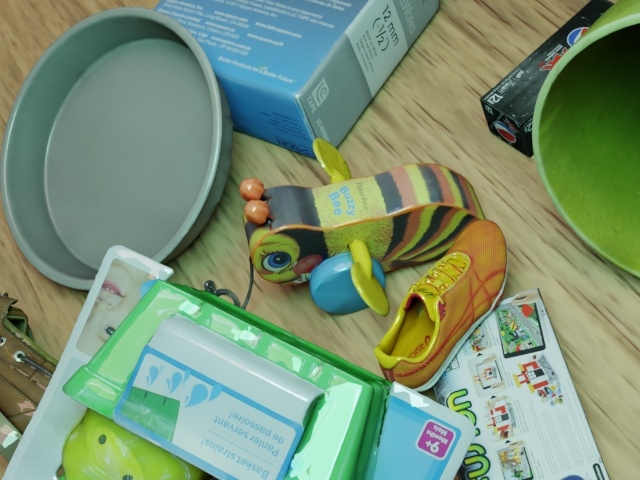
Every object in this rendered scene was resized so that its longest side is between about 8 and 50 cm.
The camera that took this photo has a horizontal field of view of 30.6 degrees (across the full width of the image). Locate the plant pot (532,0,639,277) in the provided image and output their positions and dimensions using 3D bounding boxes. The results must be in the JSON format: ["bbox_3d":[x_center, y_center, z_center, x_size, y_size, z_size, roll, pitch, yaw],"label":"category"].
[{"bbox_3d":[0.358,-0.148,0.980,0.275,0.274,0.293,11,46,28],"label":"plant pot"}]

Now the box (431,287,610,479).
[{"bbox_3d":[0.159,0.144,0.964,0.114,0.036,0.207,-19,51,8],"label":"box"}]

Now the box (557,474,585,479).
[{"bbox_3d":[0.179,0.277,0.808,0.136,0.036,0.225,-27,42,-3],"label":"box"}]

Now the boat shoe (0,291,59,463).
[{"bbox_3d":[-0.328,0.105,1.146,0.104,0.110,0.307,-41,61,-16],"label":"boat shoe"}]

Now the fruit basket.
[{"bbox_3d":[-0.103,0.222,0.878,0.327,0.165,0.353,26,84,16],"label":"fruit basket"}]

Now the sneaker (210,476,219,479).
[{"bbox_3d":[-0.121,0.179,1.018,0.080,0.081,0.211,0,57,19],"label":"sneaker"}]

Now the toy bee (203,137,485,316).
[{"bbox_3d":[0.000,0.000,1.053,0.298,0.162,0.195,-37,53,-7],"label":"toy bee"}]

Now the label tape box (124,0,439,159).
[{"bbox_3d":[-0.010,-0.275,1.291,0.249,0.115,0.347,22,63,33],"label":"label tape box"}]

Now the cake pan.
[{"bbox_3d":[-0.207,-0.091,1.198,0.293,0.054,0.293,-7,77,31],"label":"cake pan"}]

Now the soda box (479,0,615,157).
[{"bbox_3d":[0.239,-0.162,1.147,0.169,0.053,0.060,-42,52,-11],"label":"soda box"}]

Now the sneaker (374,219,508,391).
[{"bbox_3d":[0.108,0.048,0.987,0.064,0.067,0.175,16,61,32],"label":"sneaker"}]
